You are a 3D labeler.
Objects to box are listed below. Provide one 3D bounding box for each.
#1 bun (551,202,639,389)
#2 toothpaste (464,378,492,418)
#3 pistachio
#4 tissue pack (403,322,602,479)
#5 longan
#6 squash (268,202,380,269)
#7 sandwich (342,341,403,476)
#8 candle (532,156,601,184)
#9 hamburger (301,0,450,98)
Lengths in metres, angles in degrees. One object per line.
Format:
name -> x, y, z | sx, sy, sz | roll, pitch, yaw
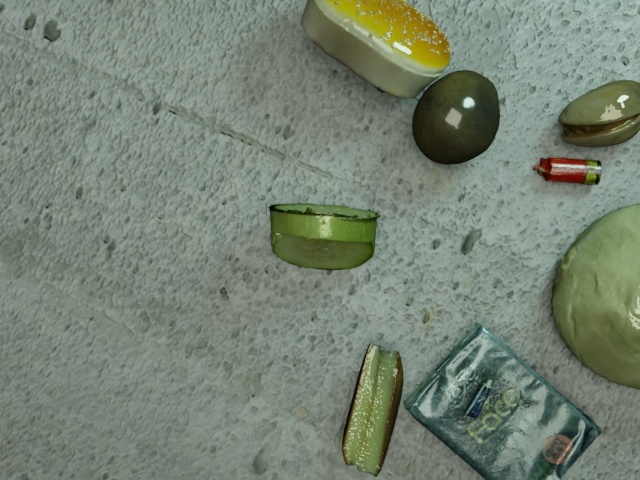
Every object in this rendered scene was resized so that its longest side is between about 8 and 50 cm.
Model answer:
bun -> 0.629, 0.109, 1.564 | 0.364, 0.202, 0.364 | 0, 90, 5
toothpaste -> 0.303, 0.301, 1.574 | 0.027, 0.019, 0.083 | 24, 97, -17
pistachio -> 0.554, -0.244, 1.607 | 0.185, 0.124, 0.124 | -14, 90, 10
tissue pack -> 0.355, 0.346, 1.633 | 0.316, 0.103, 0.228 | 41, 92, 1
longan -> 0.263, -0.236, 1.596 | 0.167, 0.167, 0.187 | 20, 82, 3
squash -> 0.003, -0.010, 1.592 | 0.220, 0.220, 0.133 | 6, 89, 3
sandwich -> 0.108, 0.330, 1.654 | 0.094, 0.096, 0.258 | 14, 94, 10
candle -> 0.486, -0.138, 1.641 | 0.131, 0.052, 0.052 | 4, 91, 5
hamburger -> 0.106, -0.396, 1.578 | 0.295, 0.227, 0.151 | 37, 116, -1
